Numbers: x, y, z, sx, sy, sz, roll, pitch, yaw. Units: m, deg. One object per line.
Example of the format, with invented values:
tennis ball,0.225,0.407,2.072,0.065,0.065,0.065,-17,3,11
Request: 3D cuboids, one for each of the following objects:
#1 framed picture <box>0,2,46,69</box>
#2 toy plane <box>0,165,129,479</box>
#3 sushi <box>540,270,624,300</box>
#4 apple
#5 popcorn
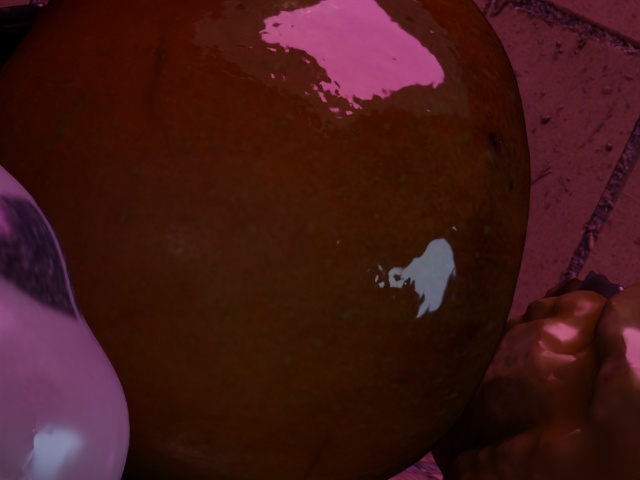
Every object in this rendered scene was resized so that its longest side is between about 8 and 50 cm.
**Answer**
framed picture,-0.227,-0.079,0.821,0.255,0.014,0.339,-5,2,2
toy plane,-0.153,-0.003,0.409,0.245,0.117,0.244,27,1,-1
sushi,0.312,0.155,1.275,0.417,0.176,0.417,27,3,-1
apple,-0.032,-0.016,0.653,0.207,0.237,0.237,14,4,-6
popcorn,0.167,0.112,0.696,0.256,0.195,0.255,27,-7,-14
